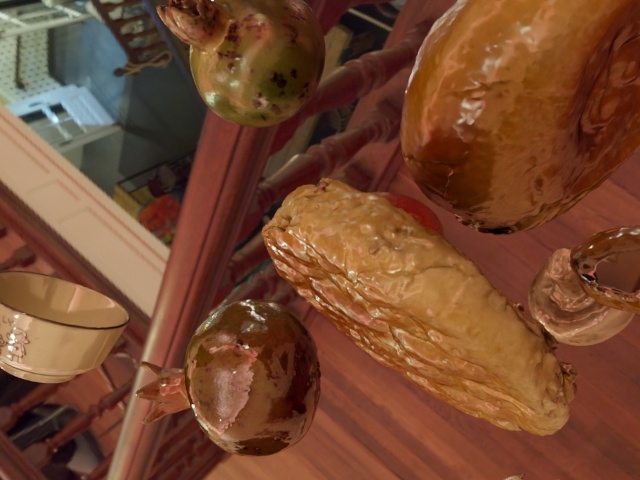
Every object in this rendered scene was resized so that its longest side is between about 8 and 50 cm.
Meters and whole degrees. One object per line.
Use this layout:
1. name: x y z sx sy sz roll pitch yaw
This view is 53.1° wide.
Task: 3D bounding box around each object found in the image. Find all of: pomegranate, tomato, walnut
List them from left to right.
1. pomegranate: -0.151 0.257 1.191 0.323 0.291 0.291 -12 108 25
2. pomegranate: -0.098 -0.244 0.795 0.210 0.179 0.179 35 139 -20
3. tomato: 0.193 0.002 1.509 0.309 0.309 0.170 54 152 -1
4. walnut: 0.472 0.045 0.936 0.245 0.137 0.137 -3 114 52

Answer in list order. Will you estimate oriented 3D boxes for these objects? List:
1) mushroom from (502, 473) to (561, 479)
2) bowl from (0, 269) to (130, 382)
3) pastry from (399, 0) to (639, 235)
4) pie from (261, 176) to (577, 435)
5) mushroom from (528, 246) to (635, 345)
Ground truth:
1. mushroom: 0.441 0.553 1.192 0.151 0.156 0.285 63 164 -10
2. bowl: -0.443 0.149 1.045 0.237 0.237 0.126 22 95 28
3. pastry: 0.220 -0.162 0.613 0.164 0.356 0.356 45 138 33
4. pie: 0.080 0.067 0.599 0.339 0.083 0.339 34 167 9
5. mushroom: 0.488 0.088 1.221 0.207 0.207 0.215 -4 147 40
